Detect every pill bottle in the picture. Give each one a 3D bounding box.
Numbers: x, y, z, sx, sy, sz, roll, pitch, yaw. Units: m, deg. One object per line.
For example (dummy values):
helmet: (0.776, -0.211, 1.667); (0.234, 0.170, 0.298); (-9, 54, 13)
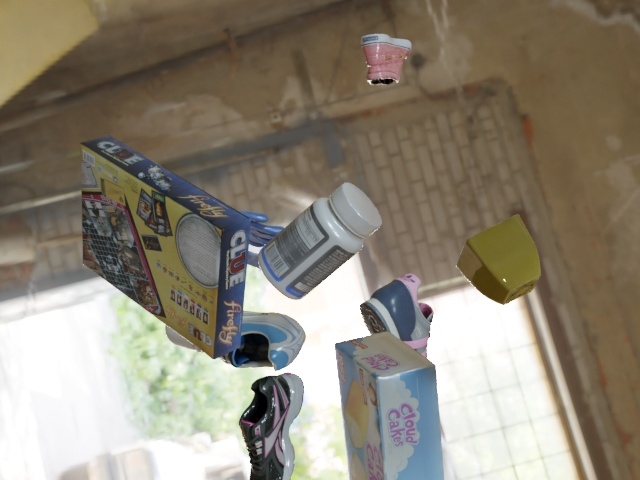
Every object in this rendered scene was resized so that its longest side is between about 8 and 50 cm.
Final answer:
pill bottle: (0.000, 0.000, 1.174); (0.078, 0.137, 0.078); (41, 22, -21)

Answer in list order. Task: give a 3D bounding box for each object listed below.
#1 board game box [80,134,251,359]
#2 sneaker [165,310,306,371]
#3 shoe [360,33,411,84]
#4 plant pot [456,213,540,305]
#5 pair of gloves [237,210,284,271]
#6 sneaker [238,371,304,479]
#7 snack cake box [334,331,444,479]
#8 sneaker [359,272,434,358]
board game box: (-0.179, 0.003, 1.127); (0.243, 0.042, 0.165); (31, -53, 34)
sneaker: (-0.133, 0.136, 1.421); (0.086, 0.237, 0.085); (-44, 127, -45)
shoe: (0.119, -0.316, 1.805); (0.178, 0.063, 0.081); (-12, 97, -67)
plant pot: (0.234, 0.033, 1.293); (0.083, 0.081, 0.081); (58, -17, 22)
pair of gloves: (-0.149, -0.005, 1.724); (0.198, 0.159, 0.023); (120, -13, -59)
sneaker: (-0.081, 0.265, 1.381); (0.072, 0.077, 0.178); (2, -97, 47)
snack cake box: (0.097, 0.275, 1.395); (0.152, 0.089, 0.264); (-147, -131, -67)
sneaker: (0.184, 0.198, 1.987); (0.112, 0.131, 0.319); (35, -23, 41)
